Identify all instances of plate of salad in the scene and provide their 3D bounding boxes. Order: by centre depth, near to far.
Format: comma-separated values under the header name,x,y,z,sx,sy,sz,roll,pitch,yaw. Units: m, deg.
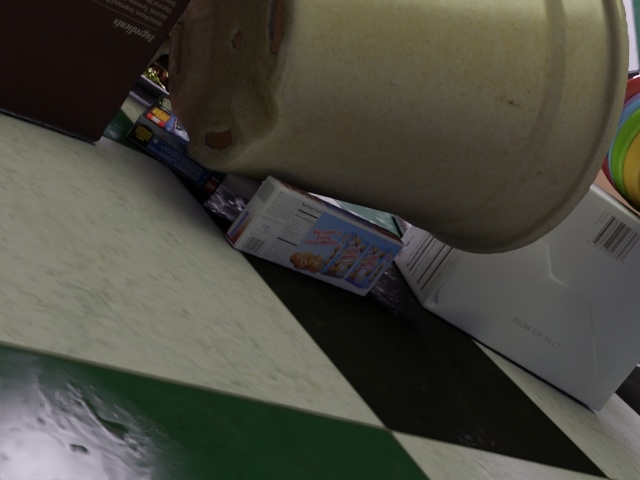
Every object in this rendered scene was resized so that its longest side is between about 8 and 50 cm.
name,x,y,z,sx,sy,sz,roll,pitch,yaw
plate of salad,-0.171,-0.197,1.207,0.200,0.048,0.200,35,13,-9

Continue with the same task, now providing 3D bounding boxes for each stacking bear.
name,x,y,z,sx,sy,sz,roll,pitch,yaw
stacking bear,0.411,-0.077,1.157,0.164,0.175,0.289,36,19,-13

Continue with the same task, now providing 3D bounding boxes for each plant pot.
name,x,y,z,sx,sy,sz,roll,pitch,yaw
plant pot,0.045,-0.161,0.939,0.306,0.333,0.334,4,30,-34

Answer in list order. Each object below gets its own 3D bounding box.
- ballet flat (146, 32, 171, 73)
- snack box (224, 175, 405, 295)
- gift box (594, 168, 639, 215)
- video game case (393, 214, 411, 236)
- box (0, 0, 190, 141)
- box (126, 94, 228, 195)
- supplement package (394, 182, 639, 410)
name,x,y,z,sx,sy,sz,roll,pitch,yaw
ballet flat,-0.143,-0.186,1.081,0.348,0.123,0.123,40,12,-12
snack box,0.000,0.000,0.905,0.178,0.064,0.022,23,19,-47
gift box,0.314,-0.076,1.494,0.258,0.276,0.255,33,-3,-4
video game case,0.190,0.036,1.385,0.201,0.023,0.183,34,12,-14
box,-0.215,-0.217,0.801,0.168,0.203,0.167,43,15,31
box,-0.127,-0.093,0.989,0.094,0.027,0.137,35,12,-9
supplement package,0.252,0.025,1.168,0.262,0.204,0.145,31,13,-21
